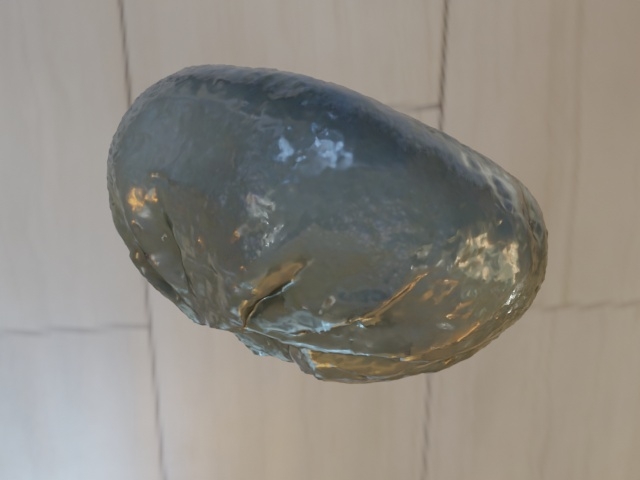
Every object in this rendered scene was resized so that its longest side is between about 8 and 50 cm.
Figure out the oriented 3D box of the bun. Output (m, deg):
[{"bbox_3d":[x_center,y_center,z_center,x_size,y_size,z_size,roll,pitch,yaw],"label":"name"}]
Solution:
[{"bbox_3d":[0.005,0.002,1.434,0.354,0.354,0.194,25,84,-24],"label":"bun"}]
